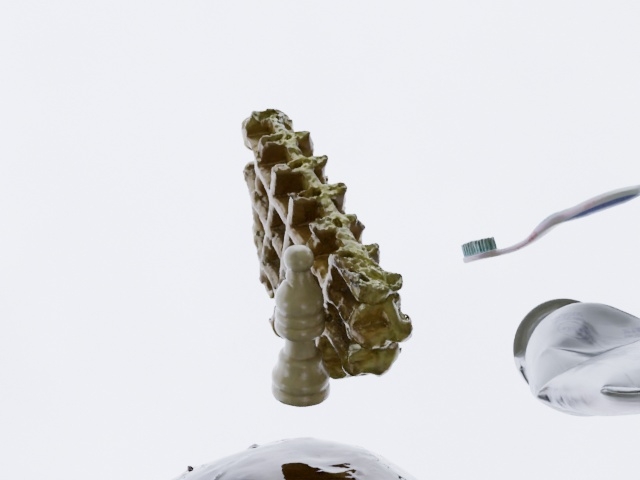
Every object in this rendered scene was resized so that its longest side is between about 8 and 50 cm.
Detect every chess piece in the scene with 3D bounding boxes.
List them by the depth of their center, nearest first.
[{"bbox_3d":[-0.011,0.045,0.713,0.035,0.035,0.092,-7,-64,-14],"label":"chess piece"}]

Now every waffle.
[{"bbox_3d":[0.000,0.000,0.763,0.046,0.192,0.161,-8,-83,-20],"label":"waffle"}]

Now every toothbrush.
[{"bbox_3d":[0.244,-0.020,1.274,0.021,0.269,0.027,-26,-87,-48],"label":"toothbrush"}]

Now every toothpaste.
[{"bbox_3d":[0.142,0.059,0.585,0.096,0.266,0.061,0,-91,-3],"label":"toothpaste"}]

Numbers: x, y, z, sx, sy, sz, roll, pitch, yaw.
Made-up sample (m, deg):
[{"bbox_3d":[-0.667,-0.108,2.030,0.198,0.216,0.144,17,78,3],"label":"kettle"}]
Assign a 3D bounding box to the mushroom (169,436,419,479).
[{"bbox_3d":[-0.067,0.249,0.731,0.345,0.345,0.239,-17,-68,-11],"label":"mushroom"}]
